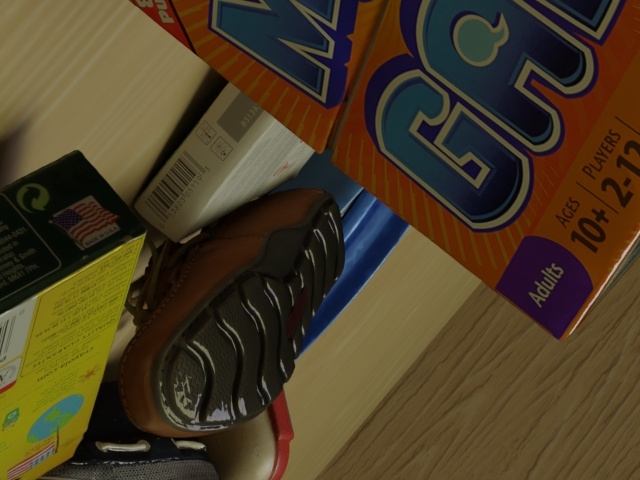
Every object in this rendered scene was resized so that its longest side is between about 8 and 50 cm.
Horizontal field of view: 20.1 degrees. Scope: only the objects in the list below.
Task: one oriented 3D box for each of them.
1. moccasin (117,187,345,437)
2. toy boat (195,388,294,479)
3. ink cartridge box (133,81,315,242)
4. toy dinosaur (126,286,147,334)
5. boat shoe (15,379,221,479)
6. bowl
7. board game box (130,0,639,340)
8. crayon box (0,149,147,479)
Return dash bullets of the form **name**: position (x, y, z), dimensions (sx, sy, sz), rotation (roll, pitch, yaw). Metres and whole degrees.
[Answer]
- **moccasin**: position (-0.091, 0.048, 1.489), dimensions (0.380, 0.147, 0.139), rotation (-62, 148, -60)
- **toy boat**: position (-0.103, 0.199, 1.812), dimensions (0.231, 0.151, 0.151), rotation (-24, 162, 36)
- **ink cartridge box**: position (-0.037, -0.100, 1.486), dimensions (0.181, 0.056, 0.225), rotation (-50, 174, 29)
- **toy dinosaur**: position (-0.143, 0.051, 1.623), dimensions (0.211, 0.064, 0.112), rotation (-39, 138, -59)
- **boat shoe**: position (-0.235, 0.208, 1.611), dimensions (0.340, 0.158, 0.127), rotation (11, 132, -46)
- **bowl**: position (0.000, 0.000, 1.927), dimensions (0.391, 0.077, 0.391), rotation (-48, 168, -14)
- **board game box**: position (0.146, -0.242, 1.008), dimensions (0.356, 0.356, 0.356), rotation (-44, 167, -31)
- **crayon box**: position (-0.241, 0.096, 1.201), dimensions (0.202, 0.081, 0.318), rotation (-31, 159, -33)
